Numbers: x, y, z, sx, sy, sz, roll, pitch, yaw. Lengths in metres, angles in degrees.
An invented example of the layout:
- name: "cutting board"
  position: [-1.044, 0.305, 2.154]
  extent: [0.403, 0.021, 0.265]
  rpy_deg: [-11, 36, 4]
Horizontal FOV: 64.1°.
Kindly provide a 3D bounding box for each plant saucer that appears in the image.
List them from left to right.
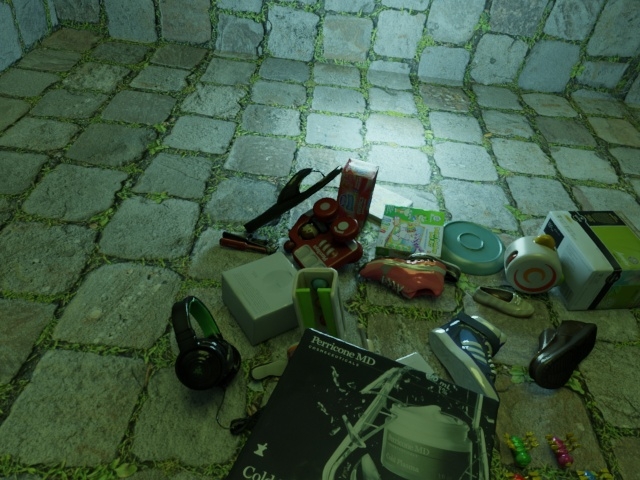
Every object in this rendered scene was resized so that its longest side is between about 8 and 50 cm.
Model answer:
- name: "plant saucer"
  position: [0.599, 0.015, 2.051]
  extent: [0.317, 0.044, 0.318]
  rpy_deg: [4, 41, -4]

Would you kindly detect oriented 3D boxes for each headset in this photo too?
- name: "headset"
  position: [-0.279, 0.329, 1.409]
  extent: [0.185, 0.243, 0.395]
  rpy_deg: [-24, 77, 2]

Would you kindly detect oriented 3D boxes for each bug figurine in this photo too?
- name: "bug figurine"
  position: [0.609, 0.610, 1.354]
  extent: [0.278, 0.072, 0.216]
  rpy_deg: [0, 35, -3]

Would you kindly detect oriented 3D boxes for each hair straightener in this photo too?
- name: "hair straightener"
  position: [-0.258, -0.001, 1.918]
  extent: [0.230, 0.047, 0.089]
  rpy_deg: [9, 41, 0]

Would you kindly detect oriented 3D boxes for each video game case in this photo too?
- name: "video game case"
  position: [0.255, -0.160, 2.202]
  extent: [0.226, 0.026, 0.206]
  rpy_deg: [28, 45, 21]

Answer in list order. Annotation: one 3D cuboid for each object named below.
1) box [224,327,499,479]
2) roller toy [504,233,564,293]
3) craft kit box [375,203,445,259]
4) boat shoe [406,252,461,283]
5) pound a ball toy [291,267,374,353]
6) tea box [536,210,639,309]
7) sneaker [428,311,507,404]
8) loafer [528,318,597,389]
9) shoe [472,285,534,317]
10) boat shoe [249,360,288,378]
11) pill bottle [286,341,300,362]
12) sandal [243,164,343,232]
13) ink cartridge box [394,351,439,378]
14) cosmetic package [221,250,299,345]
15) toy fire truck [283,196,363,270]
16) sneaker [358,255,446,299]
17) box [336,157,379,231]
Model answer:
- name: "box"
  position: [0.084, 0.518, 1.097]
  extent: [0.479, 0.298, 0.472]
  rpy_deg: [19, 40, 11]
- name: "roller toy"
  position: [0.779, 0.084, 1.884]
  extent: [0.191, 0.209, 0.146]
  rpy_deg: [-14, 33, 25]
- name: "craft kit box"
  position: [0.356, -0.029, 2.012]
  extent: [0.246, 0.061, 0.250]
  rpy_deg: [11, 48, 7]
- name: "boat shoe"
  position: [0.419, 0.106, 1.892]
  extent: [0.205, 0.075, 0.065]
  rpy_deg: [17, 38, 3]
- name: "pound a ball toy"
  position: [0.047, 0.228, 1.543]
  extent: [0.208, 0.319, 0.136]
  rpy_deg: [-2, 40, 12]
- name: "tea box"
  position: [1.040, 0.068, 1.929]
  extent: [0.323, 0.220, 0.329]
  rpy_deg: [-1, 42, -9]
- name: "sneaker"
  position: [0.512, 0.358, 1.577]
  extent: [0.236, 0.130, 0.323]
  rpy_deg: [-15, 41, -19]
- name: "loafer"
  position: [0.758, 0.358, 1.645]
  extent: [0.365, 0.134, 0.130]
  rpy_deg: [-17, 23, -39]
- name: "shoe"
  position: [0.656, 0.215, 1.819]
  extent: [0.218, 0.058, 0.077]
  rpy_deg: [16, 42, 9]
- name: "boat shoe"
  position: [-0.150, 0.381, 1.511]
  extent: [0.125, 0.046, 0.038]
  rpy_deg: [-9, 6, -29]
- name: "pill bottle"
  position: [-0.046, 0.379, 1.488]
  extent: [0.085, 0.086, 0.152]
  rpy_deg: [-4, 51, -13]
- name: "sandal"
  position: [-0.111, -0.185, 1.950]
  extent: [0.445, 0.107, 0.167]
  rpy_deg: [-33, 7, -6]
- name: "ink cartridge box"
  position: [0.283, 0.446, 1.417]
  extent: [0.092, 0.160, 0.219]
  rpy_deg: [-16, 47, -27]
- name: "cosmetic package"
  position: [-0.173, 0.183, 1.656]
  extent: [0.224, 0.138, 0.224]
  rpy_deg: [-19, 48, -29]
- name: "toy fire truck"
  position: [0.000, 0.000, 1.894]
  extent: [0.253, 0.169, 0.302]
  rpy_deg: [-32, 52, -14]
- name: "sneaker"
  position: [0.289, 0.138, 1.807]
  extent: [0.313, 0.116, 0.136]
  rpy_deg: [2, 66, 6]
- name: "box"
  position: [0.138, -0.178, 2.027]
  extent: [0.128, 0.257, 0.123]
  rpy_deg: [18, 39, 10]
